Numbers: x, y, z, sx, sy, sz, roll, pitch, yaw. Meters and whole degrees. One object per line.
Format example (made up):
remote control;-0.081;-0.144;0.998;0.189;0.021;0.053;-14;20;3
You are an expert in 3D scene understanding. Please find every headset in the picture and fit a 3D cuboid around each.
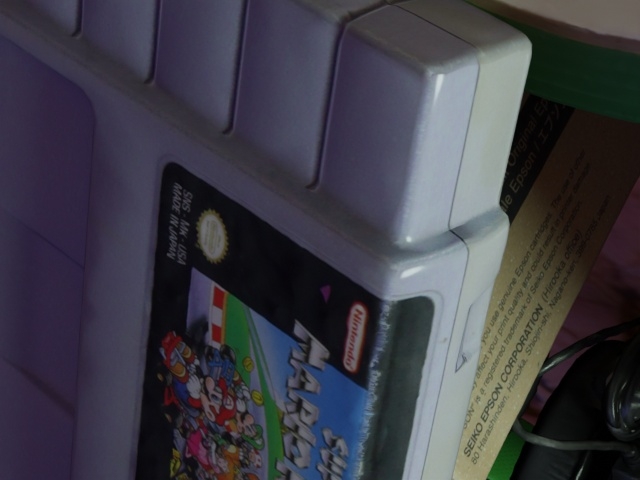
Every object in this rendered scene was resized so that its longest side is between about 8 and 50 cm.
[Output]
headset;0.117;0.065;0.871;0.243;0.185;0.394;31;172;-1

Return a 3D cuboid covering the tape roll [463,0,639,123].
tape roll;0.082;-0.153;0.476;0.321;0.077;0.321;23;157;10

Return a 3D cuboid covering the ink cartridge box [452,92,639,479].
ink cartridge box;0.000;0.000;0.727;0.235;0.193;0.088;-3;139;48

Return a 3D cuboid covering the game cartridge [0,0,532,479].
game cartridge;-0.053;0.048;0.608;0.230;0.068;0.355;37;132;37
